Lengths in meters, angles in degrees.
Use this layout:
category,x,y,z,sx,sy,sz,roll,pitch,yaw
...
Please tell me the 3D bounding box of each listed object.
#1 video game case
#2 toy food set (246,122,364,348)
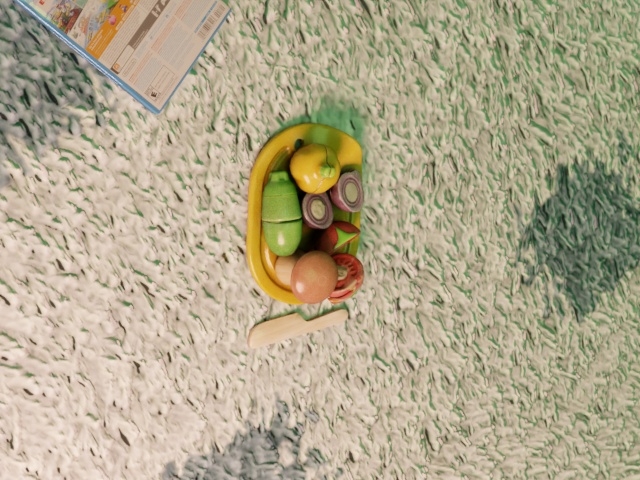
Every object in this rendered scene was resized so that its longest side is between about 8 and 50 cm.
category,x,y,z,sx,sy,sz,roll,pitch,yaw
video game case,-0.168,-0.204,1.127,0.166,0.015,0.119,39,80,-33
toy food set,0.000,0.000,1.249,0.128,0.071,0.218,-6,105,-32
